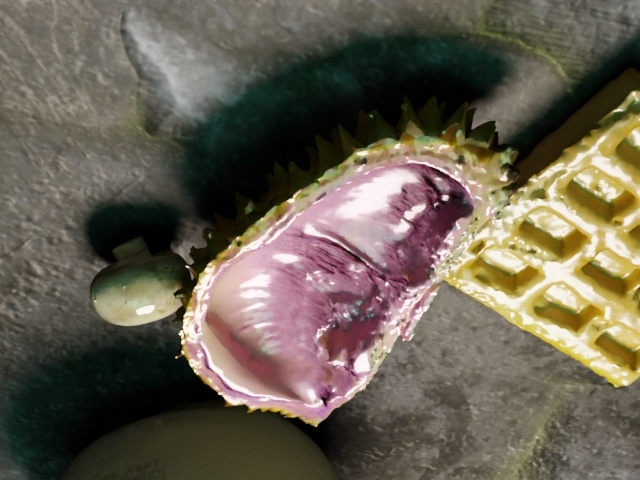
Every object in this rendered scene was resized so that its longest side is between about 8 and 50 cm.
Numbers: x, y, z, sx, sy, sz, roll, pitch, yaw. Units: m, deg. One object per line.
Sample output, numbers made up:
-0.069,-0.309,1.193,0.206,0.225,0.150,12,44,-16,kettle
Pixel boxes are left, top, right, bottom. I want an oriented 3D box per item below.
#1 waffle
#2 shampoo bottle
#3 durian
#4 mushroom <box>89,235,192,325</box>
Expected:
0.240,-0.005,1.270,0.221,0.055,0.248,31,128,-23,waffle
-0.106,0.323,1.482,0.322,0.317,0.322,-10,148,-7,shampoo bottle
0.000,0.000,1.245,0.191,0.112,0.341,22,127,-18,durian
-0.145,0.033,1.296,0.083,0.067,0.083,-21,-176,2,mushroom
